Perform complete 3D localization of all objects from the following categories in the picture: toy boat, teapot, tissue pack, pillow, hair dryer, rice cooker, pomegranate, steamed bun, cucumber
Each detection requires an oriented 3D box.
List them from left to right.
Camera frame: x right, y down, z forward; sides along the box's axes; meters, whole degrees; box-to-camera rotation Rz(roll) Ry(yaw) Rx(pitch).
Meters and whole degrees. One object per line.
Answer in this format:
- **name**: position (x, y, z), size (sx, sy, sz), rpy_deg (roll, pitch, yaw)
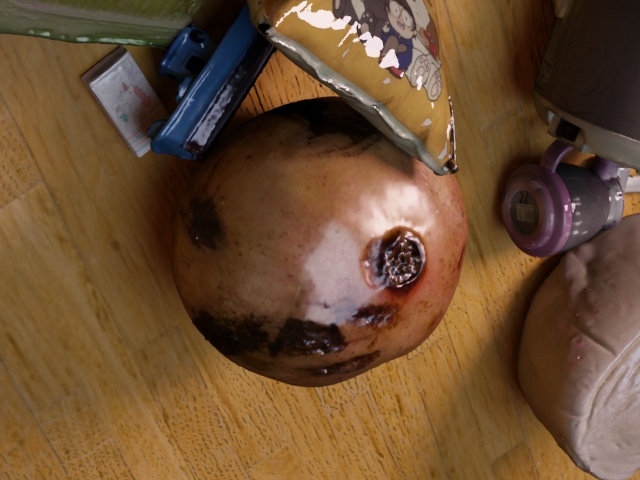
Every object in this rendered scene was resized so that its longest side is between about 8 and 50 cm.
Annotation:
- **cucumber**: position (-0.255, -0.263, 1.445), size (0.325, 0.105, 0.145), rpy_deg (0, 154, -32)
- **tissue pack**: position (-0.194, -0.141, 1.599), size (0.056, 0.023, 0.108), rpy_deg (-40, 131, -13)
- **toy boat**: position (-0.110, -0.184, 1.595), size (0.097, 0.100, 0.223), rpy_deg (31, 77, 0)
- **pomegranate**: position (0.000, 0.000, 1.648), size (0.322, 0.322, 0.322), rpy_deg (-16, 122, -27)
- **pillow**: position (0.021, -0.246, 1.534), size (0.119, 0.312, 0.310), rpy_deg (-32, 137, 27)
- **teapot**: position (0.303, -0.059, 1.933), size (0.146, 0.116, 0.148), rpy_deg (-9, 94, -33)
- **hair dryer**: position (0.399, -0.066, 2.037), size (0.137, 0.047, 0.082), rpy_deg (-5, 118, -40)
- **steamed bun**: position (0.423, 0.104, 2.011), size (0.383, 0.247, 0.236), rpy_deg (-38, 123, 0)
- **rice cooker**: position (0.400, -0.227, 1.803), size (0.288, 0.288, 0.277), rpy_deg (3, 111, -35)
